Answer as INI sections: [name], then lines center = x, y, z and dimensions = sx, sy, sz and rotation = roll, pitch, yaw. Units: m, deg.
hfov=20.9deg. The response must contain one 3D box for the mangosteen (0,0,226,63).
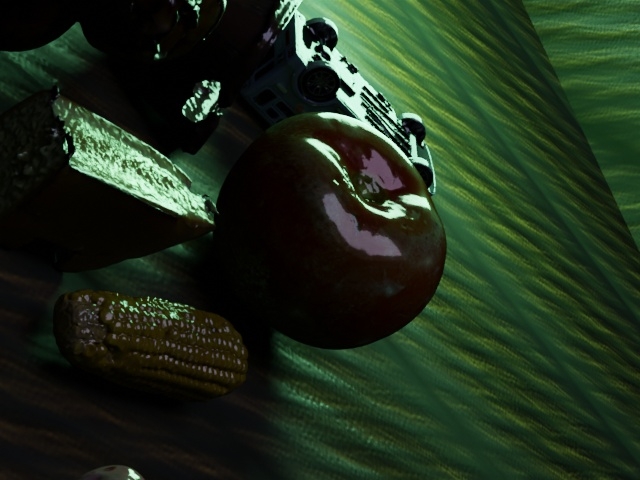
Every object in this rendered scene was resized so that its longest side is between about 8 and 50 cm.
[mangosteen]
center = -0.215, -0.375, 1.757
dimensions = 0.381, 0.381, 0.421
rotation = 12, 79, -59

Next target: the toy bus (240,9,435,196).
[toy bus]
center = 0.027, -0.153, 2.250
dimensions = 0.292, 0.133, 0.125
rotation = 43, 25, -30

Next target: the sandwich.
[sandwich]
center = -0.218, -0.046, 1.684
dimensions = 0.235, 0.128, 0.122
rotation = 30, 36, -50

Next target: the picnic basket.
[picnic basket]
center = -0.121, -0.247, 2.012
dimensions = 0.129, 0.222, 0.297
rotation = 34, 30, -6

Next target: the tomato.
[tomato]
center = 0.000, 0.000, 1.942
dimensions = 0.270, 0.223, 0.270
rotation = 26, 37, -21

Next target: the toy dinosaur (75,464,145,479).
[toy dinosaur]
center = -0.225, 0.219, 1.316
dimensions = 0.152, 0.177, 0.194
rotation = 56, -20, 5

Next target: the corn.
[corn]
center = -0.159, 0.102, 1.677
dimensions = 0.261, 0.097, 0.097
rotation = 21, 47, -54
